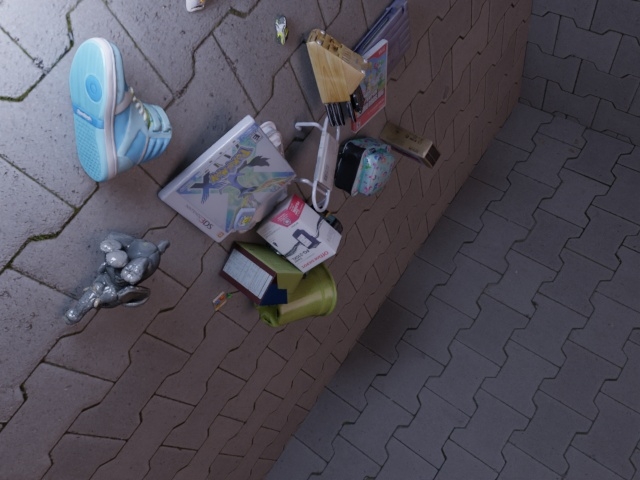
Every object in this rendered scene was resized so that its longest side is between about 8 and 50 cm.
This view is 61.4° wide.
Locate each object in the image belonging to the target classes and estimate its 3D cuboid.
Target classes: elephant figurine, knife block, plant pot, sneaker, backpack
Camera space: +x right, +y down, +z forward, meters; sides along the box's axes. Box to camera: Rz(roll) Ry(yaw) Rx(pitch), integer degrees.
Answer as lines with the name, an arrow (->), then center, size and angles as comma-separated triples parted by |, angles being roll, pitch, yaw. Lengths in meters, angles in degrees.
elephant figurine -> -0.525, 0.106, 1.396 | 0.239, 0.186, 0.169 | -60, -159, 26
knife block -> 0.032, -0.500, 1.726 | 0.242, 0.276, 0.088 | -45, -157, 44
plant pot -> -0.119, 0.218, 2.162 | 0.254, 0.276, 0.276 | -21, 136, -37
sneaker -> -0.107, -0.597, 1.521 | 0.083, 0.031, 0.035 | 99, 18, -46
backpack -> 0.195, -0.309, 2.232 | 0.253, 0.191, 0.225 | -32, 143, -54
sneaker -> -0.414, -0.292, 1.165 | 0.208, 0.127, 0.319 | -31, 153, -43

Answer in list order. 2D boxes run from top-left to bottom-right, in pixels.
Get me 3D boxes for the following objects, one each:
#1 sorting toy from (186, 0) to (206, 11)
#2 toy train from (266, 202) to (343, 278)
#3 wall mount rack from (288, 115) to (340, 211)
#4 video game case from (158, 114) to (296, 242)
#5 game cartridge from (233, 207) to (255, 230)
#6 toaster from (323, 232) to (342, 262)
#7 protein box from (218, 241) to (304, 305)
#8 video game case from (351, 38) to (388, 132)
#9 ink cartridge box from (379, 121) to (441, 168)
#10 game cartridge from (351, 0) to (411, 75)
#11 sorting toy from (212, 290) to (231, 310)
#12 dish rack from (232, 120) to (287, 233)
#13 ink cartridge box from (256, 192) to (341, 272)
sorting toy -> -0.278, -0.560, 1.232 | 0.083, 0.045, 0.075 | -37, 166, -40
toy train -> -0.065, 0.006, 2.066 | 0.334, 0.190, 0.142 | -53, 154, -15
wall mount rack -> -0.005, -0.258, 1.897 | 0.304, 0.131, 0.350 | 30, 67, -62
video game case -> -0.254, -0.164, 1.560 | 0.329, 0.036, 0.300 | -41, 148, 0
game cartridge -> -0.236, -0.064, 1.655 | 0.056, 0.017, 0.083 | -4, 134, -38
toaster -> 0.000, 0.000, 2.279 | 0.168, 0.110, 0.185 | -44, 152, -28
protein box -> -0.206, 0.117, 1.902 | 0.136, 0.201, 0.200 | -61, 155, 10
video game case -> 0.177, -0.557, 1.966 | 0.204, 0.025, 0.285 | -46, 152, -26
ink cartridge box -> 0.406, -0.427, 2.425 | 0.088, 0.235, 0.193 | -61, 155, 4
game cartridge -> 0.212, -0.684, 1.988 | 0.355, 0.068, 0.230 | -52, 159, -15
sorting toy -> -0.355, 0.213, 1.959 | 0.083, 0.012, 0.062 | -44, 151, -30
dish rack -> -0.204, -0.186, 1.740 | 0.285, 0.072, 0.332 | -46, 153, -29
ink cartridge box -> -0.072, -0.021, 1.873 | 0.172, 0.237, 0.100 | -33, -156, 37
